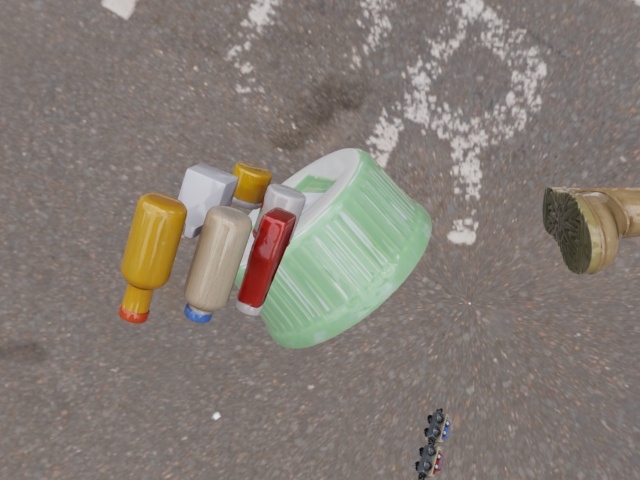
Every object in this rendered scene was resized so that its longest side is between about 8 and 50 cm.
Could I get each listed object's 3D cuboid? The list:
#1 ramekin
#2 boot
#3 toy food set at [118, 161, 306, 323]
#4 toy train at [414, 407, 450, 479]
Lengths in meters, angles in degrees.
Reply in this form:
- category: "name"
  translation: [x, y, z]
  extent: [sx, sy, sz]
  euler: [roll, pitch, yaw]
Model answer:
- category: "ramekin"
  translation: [0.000, 0.000, 1.175]
  extent: [0.303, 0.303, 0.148]
  euler: [-38, 110, 6]
- category: "boot"
  translation: [0.433, -0.030, 0.978]
  extent: [0.269, 0.236, 0.089]
  euler: [-2, 111, 5]
- category: "toy food set"
  translation: [-0.088, 0.004, 0.716]
  extent: [0.111, 0.232, 0.105]
  euler: [22, 108, 6]
- category: "toy train"
  translation: [0.151, 0.300, 1.076]
  extent: [0.036, 0.158, 0.027]
  euler: [40, 138, -20]
